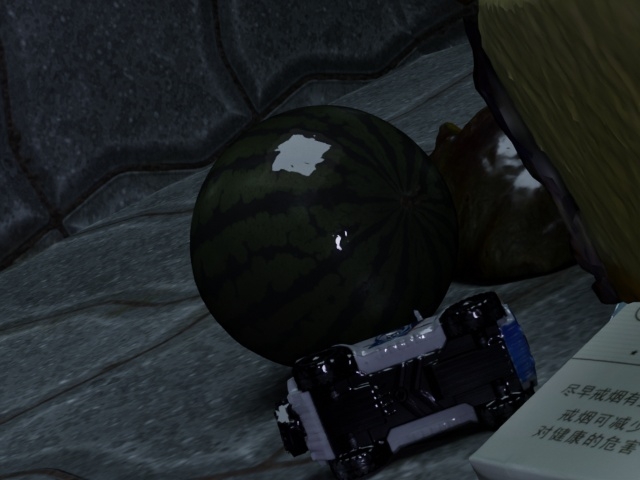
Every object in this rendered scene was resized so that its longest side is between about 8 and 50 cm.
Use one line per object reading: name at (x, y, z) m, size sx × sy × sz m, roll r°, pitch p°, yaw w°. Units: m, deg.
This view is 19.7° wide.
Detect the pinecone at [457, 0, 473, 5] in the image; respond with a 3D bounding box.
pinecone at (0.194, -0.292, 1.307) m, size 0.384 × 0.384 × 0.384 m, roll -21°, pitch 9°, yaw 4°

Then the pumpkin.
pumpkin at (0.167, -0.046, 1.546) m, size 0.254 × 0.130 × 0.149 m, roll -18°, pitch 10°, yaw 15°

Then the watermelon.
watermelon at (0.000, 0.000, 1.426) m, size 0.212 × 0.212 × 0.212 m, roll -21°, pitch 9°, yaw 4°

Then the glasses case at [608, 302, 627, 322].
glasses case at (0.285, 0.045, 1.048) m, size 0.266 × 0.056 × 0.105 m, roll -12°, pitch 37°, yaw 44°

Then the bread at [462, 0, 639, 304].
bread at (0.239, 0.006, 0.581) m, size 0.242 × 0.345 × 0.405 m, roll -25°, pitch 0°, yaw -2°

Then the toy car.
toy car at (0.052, 0.093, 1.170) m, size 0.171 × 0.080 × 0.070 m, roll -21°, pitch 8°, yaw 9°

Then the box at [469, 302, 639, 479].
box at (0.204, 0.060, 0.978) m, size 0.245 × 0.035 × 0.139 m, roll -40°, pitch 23°, yaw -29°
